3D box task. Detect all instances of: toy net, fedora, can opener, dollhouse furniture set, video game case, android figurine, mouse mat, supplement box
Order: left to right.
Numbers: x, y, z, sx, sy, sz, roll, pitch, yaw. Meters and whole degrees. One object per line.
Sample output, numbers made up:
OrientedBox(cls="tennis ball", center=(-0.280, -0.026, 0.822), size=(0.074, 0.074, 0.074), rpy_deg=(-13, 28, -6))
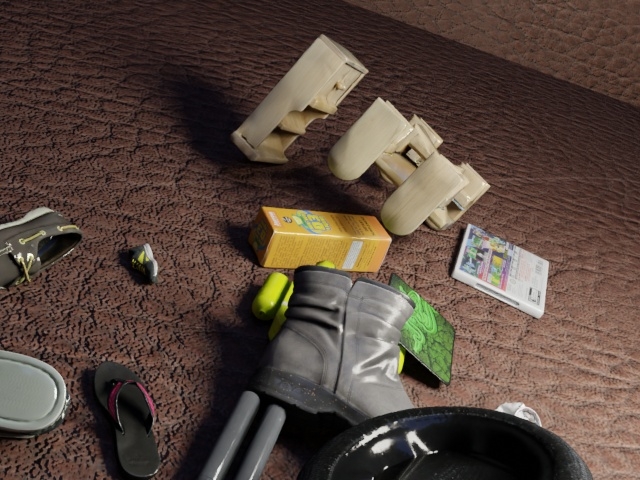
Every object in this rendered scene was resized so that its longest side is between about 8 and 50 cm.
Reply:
OrientedBox(cls="can opener", center=(-0.105, 0.270, 0.991), size=(0.076, 0.095, 0.283), rpy_deg=(25, 38, 2))
OrientedBox(cls="supplement box", center=(0.000, 0.000, 1.493), size=(0.233, 0.080, 0.078), rpy_deg=(2, 36, -29))
OrientedBox(cls="android figurine", center=(0.017, 0.129, 1.328), size=(0.248, 0.056, 0.273), rpy_deg=(24, 31, -1))
OrientedBox(cls="dollhouse furniture set", center=(0.072, -0.143, 1.609), size=(0.394, 0.256, 0.362), rpy_deg=(46, 15, 10))
OrientedBox(cls="mouse mat", center=(0.159, 0.138, 1.397), size=(0.152, 0.007, 0.190), rpy_deg=(42, 24, -8))
OrientedBox(cls="fedora", center=(0.132, 0.310, 0.939), size=(0.333, 0.153, 0.334), rpy_deg=(-2, 16, 0))
OrientedBox(cls="video game case", center=(0.354, 0.056, 1.698), size=(0.183, 0.023, 0.201), rpy_deg=(26, 32, 3))
OrientedBox(cls="toy net", center=(0.300, 0.305, 1.261), size=(0.122, 0.045, 0.232), rpy_deg=(25, 31, 3))

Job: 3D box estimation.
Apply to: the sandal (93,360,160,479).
OrientedBox(cls="sandal", center=(-0.230, 0.208, 1.056), size=(0.067, 0.040, 0.179), rpy_deg=(3, 37, -31))

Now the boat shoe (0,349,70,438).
OrientedBox(cls="boat shoe", center=(-0.431, 0.150, 0.970), size=(0.302, 0.091, 0.114), rpy_deg=(24, 64, -2))

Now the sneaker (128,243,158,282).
OrientedBox(cls="sneaker", center=(-0.267, 0.038, 1.308), size=(0.035, 0.031, 0.083), rpy_deg=(-9, 38, -22))

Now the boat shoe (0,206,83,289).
OrientedBox(cls="boat shoe", center=(-0.408, 0.018, 1.186), size=(0.068, 0.081, 0.228), rpy_deg=(24, 28, 8))

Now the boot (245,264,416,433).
OrientedBox(cls="boot", center=(0.089, 0.170, 1.164), size=(0.338, 0.118, 0.223), rpy_deg=(26, 63, 1))
